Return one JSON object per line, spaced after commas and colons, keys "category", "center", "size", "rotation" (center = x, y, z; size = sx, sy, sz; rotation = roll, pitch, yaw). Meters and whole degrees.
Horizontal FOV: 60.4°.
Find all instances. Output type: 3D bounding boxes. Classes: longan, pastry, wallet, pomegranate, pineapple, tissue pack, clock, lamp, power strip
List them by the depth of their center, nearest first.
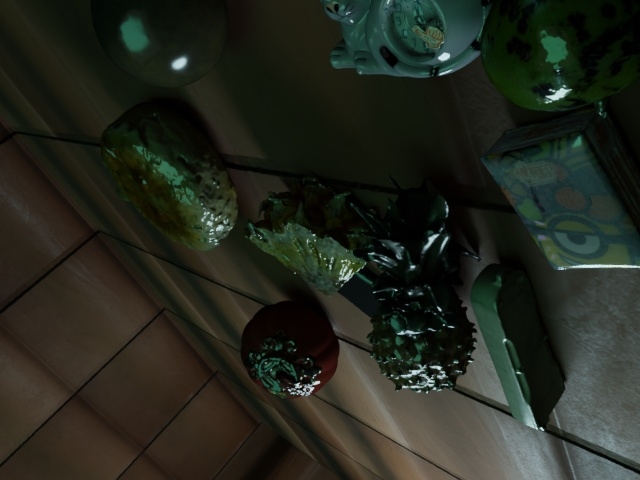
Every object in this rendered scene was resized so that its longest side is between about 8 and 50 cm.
{"category": "pomegranate", "center": [0.162, -0.159, 0.371], "size": [0.161, 0.122, 0.122], "rotation": [69, 158, 11]}
{"category": "clock", "center": [0.064, -0.207, 0.464], "size": [0.176, 0.080, 0.117], "rotation": [20, 146, 44]}
{"category": "tissue pack", "center": [0.232, -0.040, 0.500], "size": [0.148, 0.060, 0.109], "rotation": [51, 153, -18]}
{"category": "longan", "center": [-0.191, -0.274, 0.658], "size": [0.167, 0.167, 0.187], "rotation": [37, 133, 14]}
{"category": "pineapple", "center": [0.129, 0.061, 0.704], "size": [0.166, 0.165, 0.364], "rotation": [27, 149, 31]}
{"category": "power strip", "center": [0.260, 0.139, 0.722], "size": [0.048, 0.080, 0.285], "rotation": [15, 143, 49]}
{"category": "pineapple", "center": [0.000, 0.000, 0.856], "size": [0.237, 0.114, 0.186], "rotation": [21, 147, 34]}
{"category": "wallet", "center": [0.048, 0.069, 0.994], "size": [0.244, 0.025, 0.124], "rotation": [37, 154, 15]}
{"category": "pastry", "center": [-0.281, -0.117, 1.057], "size": [0.330, 0.136, 0.329], "rotation": [33, 152, 20]}
{"category": "lamp", "center": [-0.070, 0.247, 1.230], "size": [0.227, 0.227, 0.226], "rotation": [34, 154, 19]}
